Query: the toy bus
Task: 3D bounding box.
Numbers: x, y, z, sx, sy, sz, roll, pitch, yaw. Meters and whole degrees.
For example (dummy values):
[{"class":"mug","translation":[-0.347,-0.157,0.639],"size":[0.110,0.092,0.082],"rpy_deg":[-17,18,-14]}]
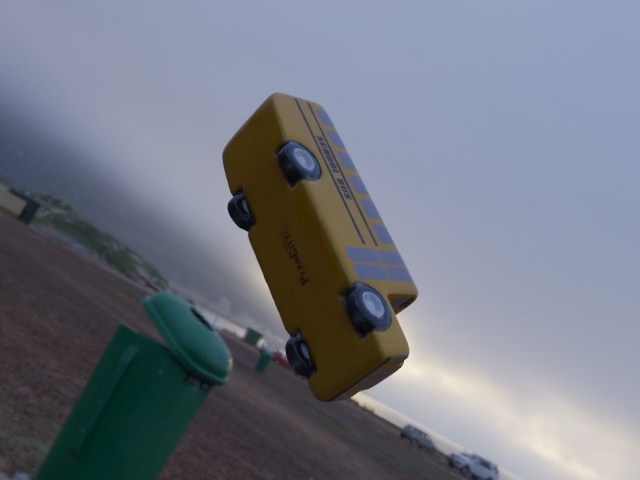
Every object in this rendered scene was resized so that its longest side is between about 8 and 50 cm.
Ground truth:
[{"class":"toy bus","translation":[0.000,0.000,0.803],"size":[0.130,0.108,0.332],"rpy_deg":[6,51,-48]}]
